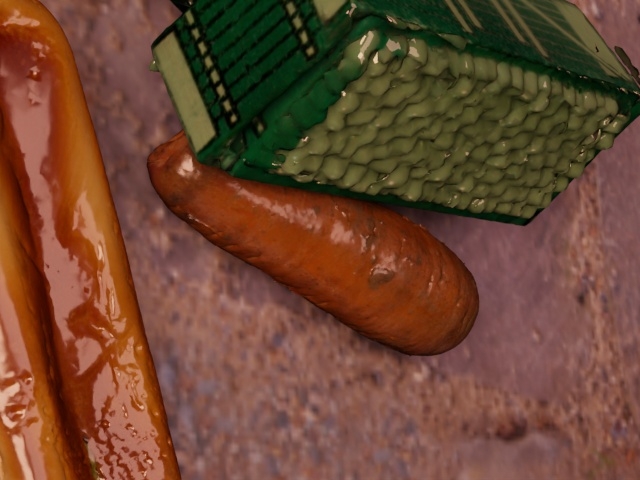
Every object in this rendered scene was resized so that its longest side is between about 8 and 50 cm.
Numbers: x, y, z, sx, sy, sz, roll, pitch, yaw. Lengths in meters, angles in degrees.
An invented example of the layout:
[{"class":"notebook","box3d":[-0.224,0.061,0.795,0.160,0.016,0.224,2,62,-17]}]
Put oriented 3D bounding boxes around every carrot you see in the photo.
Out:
[{"class":"carrot","box3d":[0.000,0.000,0.791,0.186,0.060,0.060,30,59,-34]}]

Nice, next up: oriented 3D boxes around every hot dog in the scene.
[{"class":"hot dog","box3d":[-0.119,0.021,0.666,0.100,0.068,0.250,-13,89,-55]}]

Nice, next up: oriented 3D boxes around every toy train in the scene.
[{"class":"toy train","box3d":[0.030,-0.102,0.789,0.269,0.115,0.154,8,43,-49]}]
